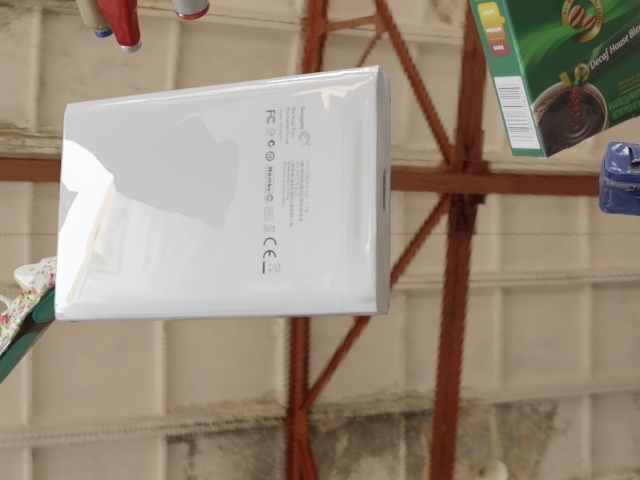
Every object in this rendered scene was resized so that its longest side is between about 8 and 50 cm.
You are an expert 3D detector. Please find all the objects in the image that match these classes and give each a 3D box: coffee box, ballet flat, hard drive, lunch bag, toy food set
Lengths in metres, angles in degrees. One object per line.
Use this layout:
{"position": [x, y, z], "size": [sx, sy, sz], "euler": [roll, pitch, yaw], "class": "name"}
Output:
{"position": [0.156, -0.158, 0.669], "size": [0.113, 0.040, 0.184], "euler": [-24, -74, -21], "class": "coffee box"}
{"position": [-0.352, 0.079, 1.206], "size": [0.077, 0.091, 0.241], "euler": [44, -90, 11], "class": "ballet flat"}
{"position": [-0.103, -0.038, 1.015], "size": [0.047, 0.353, 0.233], "euler": [22, -113, -66], "class": "hard drive"}
{"position": [0.357, -0.074, 1.175], "size": [0.067, 0.098, 0.065], "euler": [5, -61, 12], "class": "lunch bag"}
{"position": [-0.196, -0.279, 1.153], "size": [0.104, 0.232, 0.111], "euler": [80, -159, -45], "class": "toy food set"}
